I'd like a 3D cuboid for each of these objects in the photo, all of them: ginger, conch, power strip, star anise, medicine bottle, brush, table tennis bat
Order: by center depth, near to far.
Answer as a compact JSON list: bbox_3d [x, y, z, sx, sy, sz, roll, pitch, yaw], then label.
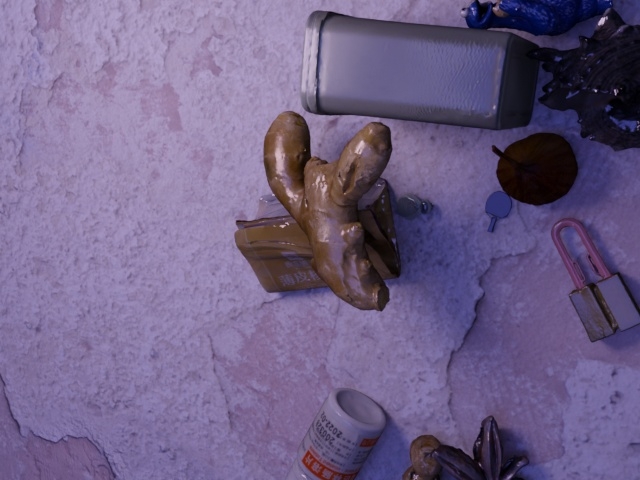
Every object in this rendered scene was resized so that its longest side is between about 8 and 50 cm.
[{"bbox_3d":[0.498,-0.261,1.432,0.241,0.313,0.186,-55,39,44],"label":"conch"},{"bbox_3d":[0.001,-0.058,1.575,0.363,0.122,0.348,15,108,45],"label":"ginger"},{"bbox_3d":[0.504,0.065,1.582,0.103,0.047,0.233,-29,84,26],"label":"brush"},{"bbox_3d":[0.344,-0.056,1.659,0.050,0.007,0.083,20,105,21],"label":"table tennis bat"},{"bbox_3d":[0.320,0.474,1.699,0.198,0.110,0.258,-15,108,2],"label":"star anise"},{"bbox_3d":[0.191,-0.069,1.721,0.083,0.035,0.055,2,99,38],"label":"power strip"},{"bbox_3d":[0.209,0.501,1.769,0.080,0.104,0.204,8,107,-8],"label":"ginger"},{"bbox_3d":[0.027,0.452,1.818,0.144,0.144,0.252,36,113,16],"label":"medicine bottle"}]

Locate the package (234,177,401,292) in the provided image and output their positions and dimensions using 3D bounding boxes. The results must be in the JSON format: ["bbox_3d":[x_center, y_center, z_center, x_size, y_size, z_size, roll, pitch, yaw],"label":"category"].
[{"bbox_3d":[-0.015,0.001,1.752,0.311,0.165,0.221,-6,96,27],"label":"package"}]

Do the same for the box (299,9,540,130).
[{"bbox_3d":[0.189,-0.294,1.508,0.343,0.352,0.177,11,102,21],"label":"box"}]

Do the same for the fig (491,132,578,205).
[{"bbox_3d":[0.381,-0.134,1.526,0.146,0.201,0.134,-34,74,20],"label":"fig"}]

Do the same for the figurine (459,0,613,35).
[{"bbox_3d":[0.373,-0.415,1.497,0.262,0.121,0.164,-3,55,3],"label":"figurine"}]
